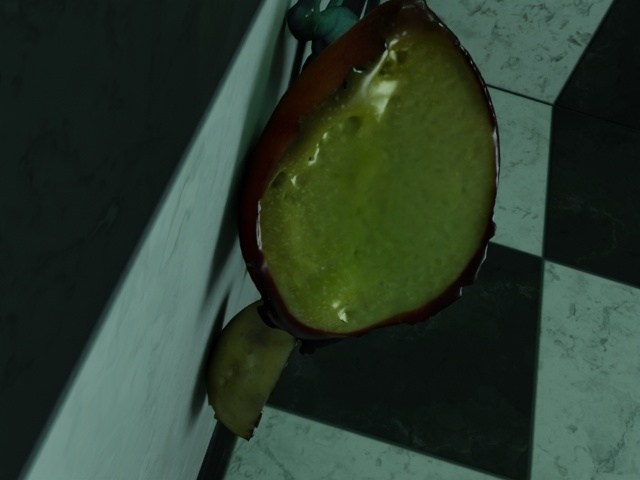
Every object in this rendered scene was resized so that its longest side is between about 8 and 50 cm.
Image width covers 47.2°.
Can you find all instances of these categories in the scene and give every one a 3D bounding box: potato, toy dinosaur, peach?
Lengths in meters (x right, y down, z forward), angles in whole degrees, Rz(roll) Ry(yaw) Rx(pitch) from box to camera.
[{"bbox_3d":[-0.100,0.175,0.936,0.138,0.098,0.243,-66,180,-58],"label":"potato"},{"bbox_3d":[-0.005,-0.165,0.904,0.331,0.129,0.384,-58,166,-51],"label":"toy dinosaur"},{"bbox_3d":[0.043,-0.080,0.765,0.201,0.257,0.362,-113,-153,-60],"label":"peach"}]
